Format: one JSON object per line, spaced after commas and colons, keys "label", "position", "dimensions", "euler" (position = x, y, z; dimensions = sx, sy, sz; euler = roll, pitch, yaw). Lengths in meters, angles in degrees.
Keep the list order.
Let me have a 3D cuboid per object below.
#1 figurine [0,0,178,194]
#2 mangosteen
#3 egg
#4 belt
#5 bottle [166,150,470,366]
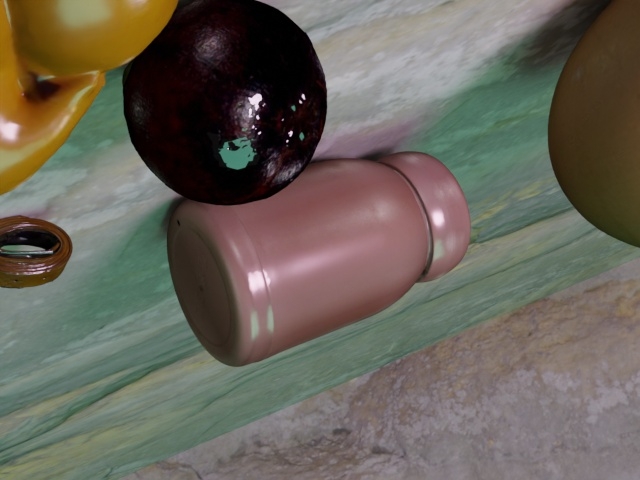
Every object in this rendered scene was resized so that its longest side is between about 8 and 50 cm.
{"label": "figurine", "position": [-0.184, -0.111, 0.498], "dimensions": [0.228, 0.215, 0.215], "euler": [-32, 173, -48]}
{"label": "mangosteen", "position": [-0.073, -0.098, 0.807], "dimensions": [0.152, 0.152, 0.152], "euler": [-24, 164, -7]}
{"label": "egg", "position": [0.393, -0.132, 1.084], "dimensions": [0.374, 0.301, 0.301], "euler": [-34, 162, 29]}
{"label": "belt", "position": [-0.256, 0.008, 0.986], "dimensions": [0.083, 0.059, 0.036], "euler": [-3, 153, -30]}
{"label": "bottle", "position": [0.000, 0.000, 1.184], "dimensions": [0.297, 0.173, 0.206], "euler": [-20, -165, -27]}
